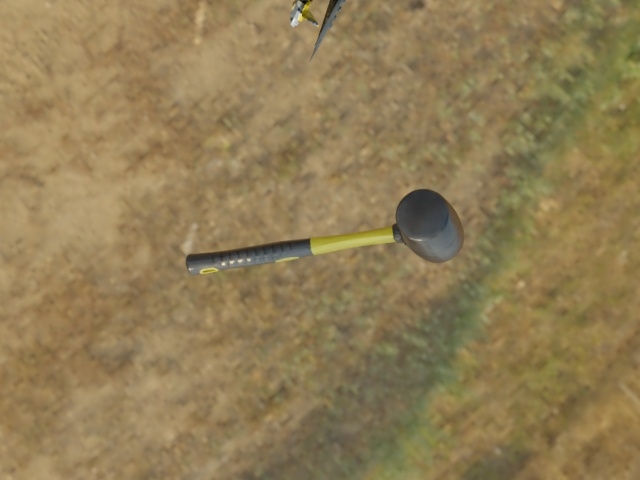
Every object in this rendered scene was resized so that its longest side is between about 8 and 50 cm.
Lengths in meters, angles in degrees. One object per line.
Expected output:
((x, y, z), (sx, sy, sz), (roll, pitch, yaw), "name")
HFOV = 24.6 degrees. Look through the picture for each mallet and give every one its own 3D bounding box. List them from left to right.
((0.000, 0.000, 0.976), (0.189, 0.039, 0.062), (-7, 162, 6), "mallet")

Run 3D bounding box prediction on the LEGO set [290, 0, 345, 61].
((0.041, -0.288, 0.918), (0.331, 0.192, 0.255), (-60, -172, 17), "LEGO set")
